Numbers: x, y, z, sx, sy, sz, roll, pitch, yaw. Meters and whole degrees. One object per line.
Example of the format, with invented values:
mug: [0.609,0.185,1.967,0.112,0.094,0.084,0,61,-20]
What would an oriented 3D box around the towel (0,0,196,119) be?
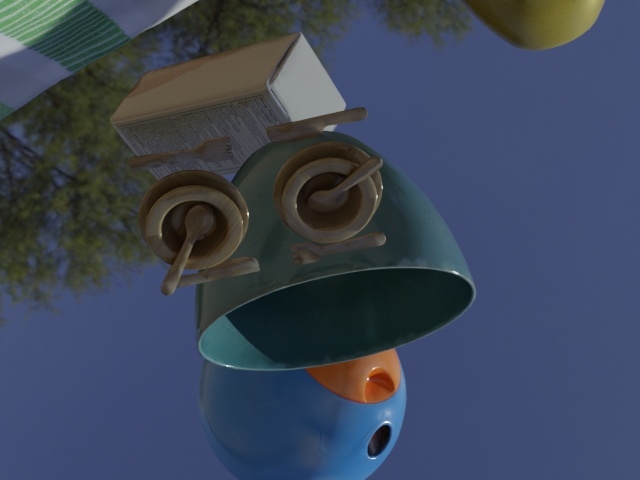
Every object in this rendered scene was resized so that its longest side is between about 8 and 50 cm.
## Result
towel: [-0.088,-0.102,0.366,0.325,0.038,0.248,-31,-179,2]

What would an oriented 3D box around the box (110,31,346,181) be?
box: [-0.137,-0.185,1.398,0.311,0.148,0.121,-5,-135,36]

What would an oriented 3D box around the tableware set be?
tableware set: [-0.045,-0.020,0.747,0.194,0.128,0.039,-12,-148,-2]

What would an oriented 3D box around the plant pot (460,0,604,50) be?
plant pot: [0.150,-0.191,0.672,0.134,0.095,0.134,-17,-142,14]

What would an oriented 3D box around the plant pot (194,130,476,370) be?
plant pot: [0.000,0.000,1.023,0.290,0.290,0.195,-28,-118,34]

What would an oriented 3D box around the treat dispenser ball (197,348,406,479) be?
treat dispenser ball: [-0.026,0.213,1.333,0.288,0.288,0.288,-30,-137,32]
